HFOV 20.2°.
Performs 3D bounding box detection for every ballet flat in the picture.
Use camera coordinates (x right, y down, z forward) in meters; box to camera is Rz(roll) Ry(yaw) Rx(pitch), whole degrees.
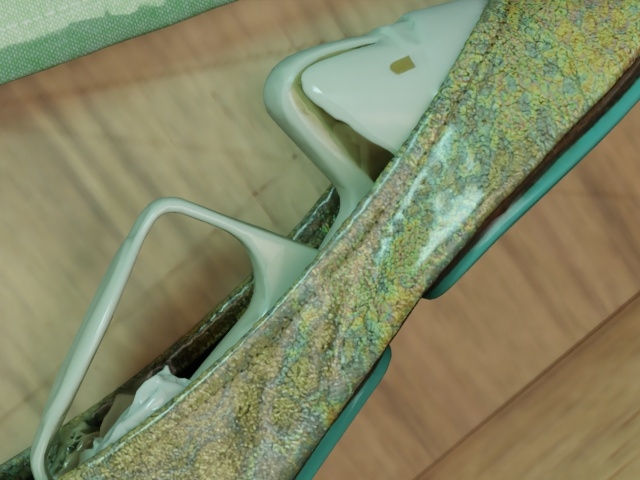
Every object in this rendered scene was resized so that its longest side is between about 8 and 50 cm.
[{"bbox_3d":[0.000,0.000,0.660,0.123,0.123,0.348,41,86,-19],"label":"ballet flat"}]

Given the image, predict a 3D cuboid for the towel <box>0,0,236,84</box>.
[{"bbox_3d":[-0.119,-0.224,0.623,0.248,0.038,0.325,-20,106,-13],"label":"towel"}]
